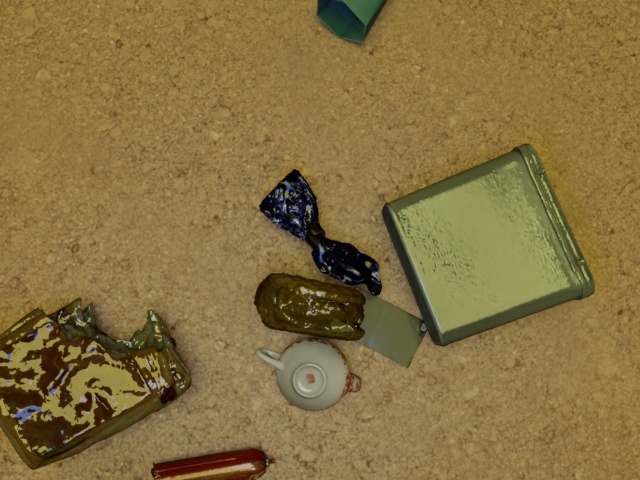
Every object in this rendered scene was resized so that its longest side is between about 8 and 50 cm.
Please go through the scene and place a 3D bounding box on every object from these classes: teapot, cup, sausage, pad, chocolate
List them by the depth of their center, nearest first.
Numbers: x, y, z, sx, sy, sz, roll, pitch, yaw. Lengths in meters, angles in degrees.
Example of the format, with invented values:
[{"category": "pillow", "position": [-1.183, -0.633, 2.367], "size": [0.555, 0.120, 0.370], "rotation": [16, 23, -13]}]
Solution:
[{"category": "sausage", "position": [-0.228, 0.497, 1.390], "size": [0.264, 0.083, 0.083], "rotation": [-9, 82, -2]}, {"category": "teapot", "position": [-0.029, 0.289, 1.412], "size": [0.246, 0.116, 0.159], "rotation": [27, 107, 9]}, {"category": "chocolate", "position": [0.005, 0.001, 1.428], "size": [0.126, 0.148, 0.343], "rotation": [-41, 82, 2]}, {"category": "pad", "position": [0.140, 0.197, 1.467], "size": [0.193, 0.004, 0.116], "rotation": [26, 83, 4]}, {"category": "cup", "position": [0.105, -0.605, 1.523], "size": [0.148, 0.134, 0.235], "rotation": [23, 72, 30]}]

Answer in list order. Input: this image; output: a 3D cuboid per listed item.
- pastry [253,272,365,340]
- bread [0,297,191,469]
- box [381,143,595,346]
[{"category": "pastry", "position": [-0.021, 0.135, 1.362], "size": [0.240, 0.235, 0.132], "rotation": [6, 79, 12]}, {"category": "bread", "position": [-0.494, 0.280, 1.371], "size": [0.370, 0.191, 0.314], "rotation": [-31, 77, -16]}, {"category": "box", "position": [0.354, 0.015, 1.405], "size": [0.344, 0.177, 0.351], "rotation": [-20, 83, -3]}]
